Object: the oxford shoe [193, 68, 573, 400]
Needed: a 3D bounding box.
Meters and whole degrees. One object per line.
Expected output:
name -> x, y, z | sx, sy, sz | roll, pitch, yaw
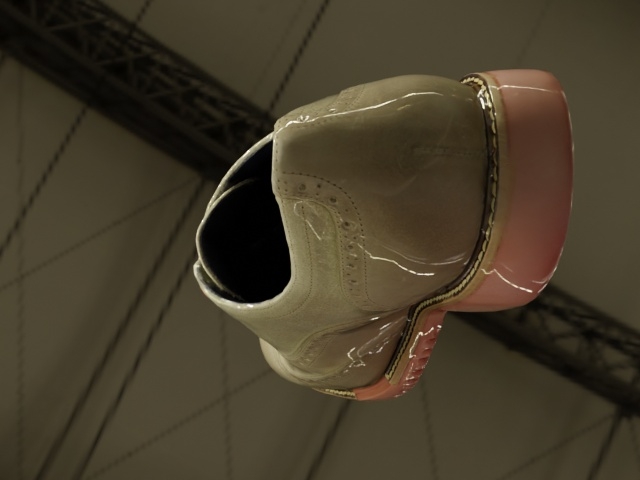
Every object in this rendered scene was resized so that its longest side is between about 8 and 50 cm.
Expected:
oxford shoe -> 0.000, 0.000, 0.777 | 0.147, 0.397, 0.140 | 3, -109, -13
